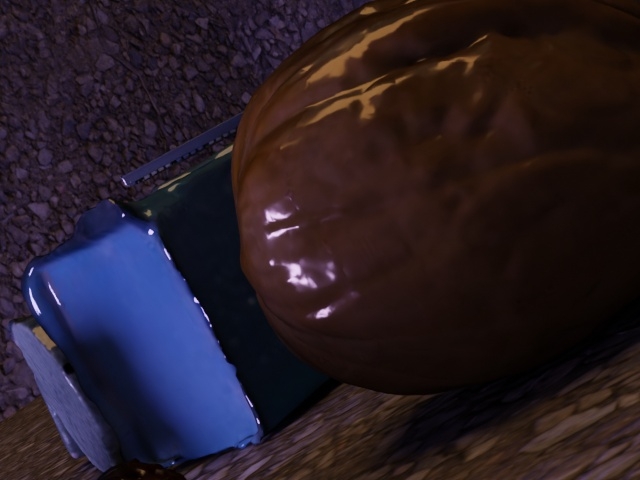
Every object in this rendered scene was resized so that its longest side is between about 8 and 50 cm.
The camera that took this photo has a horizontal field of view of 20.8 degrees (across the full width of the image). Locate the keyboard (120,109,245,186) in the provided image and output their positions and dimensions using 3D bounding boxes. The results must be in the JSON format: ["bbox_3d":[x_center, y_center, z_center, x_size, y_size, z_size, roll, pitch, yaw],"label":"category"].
[{"bbox_3d":[-0.095,-0.094,1.557,0.176,0.014,0.055,-27,2,15],"label":"keyboard"}]

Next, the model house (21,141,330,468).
[{"bbox_3d":[-0.069,0.030,1.564,0.303,0.237,0.215,-33,4,-35],"label":"model house"}]

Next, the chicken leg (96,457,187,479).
[{"bbox_3d":[-0.144,0.209,1.091,0.177,0.083,0.322,-40,2,-2],"label":"chicken leg"}]

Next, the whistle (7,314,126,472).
[{"bbox_3d":[-0.223,0.129,1.864,0.168,0.188,0.405,-32,3,-20],"label":"whistle"}]

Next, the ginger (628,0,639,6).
[{"bbox_3d":[0.285,-0.223,1.678,0.375,0.236,0.166,-48,27,-7],"label":"ginger"}]

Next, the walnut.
[{"bbox_3d":[0.096,-0.043,1.108,0.313,0.252,0.277,-21,4,3],"label":"walnut"}]
